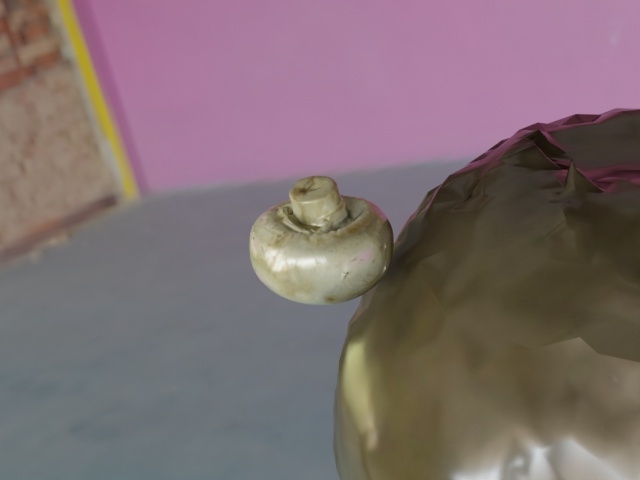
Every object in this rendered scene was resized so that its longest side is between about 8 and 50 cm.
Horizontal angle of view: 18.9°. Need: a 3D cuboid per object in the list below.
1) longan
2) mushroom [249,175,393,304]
[{"bbox_3d":[0.207,0.106,1.147,0.404,0.404,0.436,-19,48,-11],"label":"longan"},{"bbox_3d":[0.000,0.000,1.081,0.084,0.067,0.083,-5,29,3],"label":"mushroom"}]
